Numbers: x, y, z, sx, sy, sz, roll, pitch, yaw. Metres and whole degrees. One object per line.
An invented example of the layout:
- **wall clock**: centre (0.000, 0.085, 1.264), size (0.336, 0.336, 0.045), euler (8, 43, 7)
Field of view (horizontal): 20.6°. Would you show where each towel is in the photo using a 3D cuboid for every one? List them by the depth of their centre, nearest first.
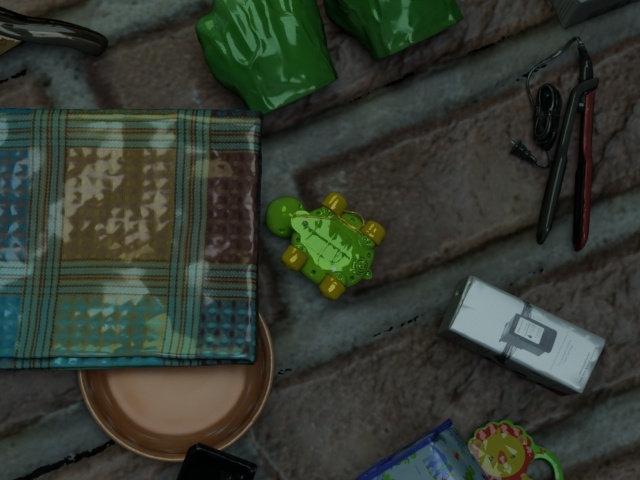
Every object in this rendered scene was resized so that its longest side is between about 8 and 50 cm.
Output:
- **towel**: centre (-0.244, -0.004, 1.776), size (0.370, 0.040, 0.271), euler (0, 80, 6)

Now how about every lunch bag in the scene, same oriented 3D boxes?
- **lunch bag**: centre (0.098, 0.273, 1.763), size (0.151, 0.096, 0.129), euler (-36, 84, 21)

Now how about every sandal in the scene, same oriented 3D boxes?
- **sandal**: centre (-0.332, -0.210, 1.825), size (0.219, 0.090, 0.060), euler (11, 102, -10)

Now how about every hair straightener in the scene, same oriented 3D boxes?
- **hair straightener**: centre (0.246, -0.106, 1.858), size (0.089, 0.047, 0.230), euler (8, 80, -3)

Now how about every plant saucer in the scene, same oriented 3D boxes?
- **plant saucer**: centre (-0.147, 0.126, 1.796), size (0.200, 0.037, 0.200), euler (1, 80, -4)

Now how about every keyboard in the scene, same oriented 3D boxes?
- **keyboard**: centre (-0.115, 0.305, 1.768), size (0.100, 0.038, 0.192), euler (21, 94, 8)

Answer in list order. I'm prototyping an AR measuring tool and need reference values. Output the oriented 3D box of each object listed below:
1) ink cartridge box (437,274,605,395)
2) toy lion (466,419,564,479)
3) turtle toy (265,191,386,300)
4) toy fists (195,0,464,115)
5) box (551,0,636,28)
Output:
- **ink cartridge box**: centre (0.200, 0.098, 1.790), size (0.150, 0.109, 0.063), euler (26, 83, 0)
- **toy lion**: centre (0.199, 0.233, 1.811), size (0.100, 0.034, 0.096), euler (1, 73, -4)
- **turtle toy**: centre (0.000, 0.000, 1.813), size (0.130, 0.066, 0.095), euler (37, 80, 3)
- **toy fists**: centre (0.006, -0.242, 1.839), size (0.279, 0.096, 0.142), euler (-25, 99, -8)
- **box**: centre (0.294, -0.291, 1.865), size (0.101, 0.102, 0.087), euler (-21, 81, -6)
